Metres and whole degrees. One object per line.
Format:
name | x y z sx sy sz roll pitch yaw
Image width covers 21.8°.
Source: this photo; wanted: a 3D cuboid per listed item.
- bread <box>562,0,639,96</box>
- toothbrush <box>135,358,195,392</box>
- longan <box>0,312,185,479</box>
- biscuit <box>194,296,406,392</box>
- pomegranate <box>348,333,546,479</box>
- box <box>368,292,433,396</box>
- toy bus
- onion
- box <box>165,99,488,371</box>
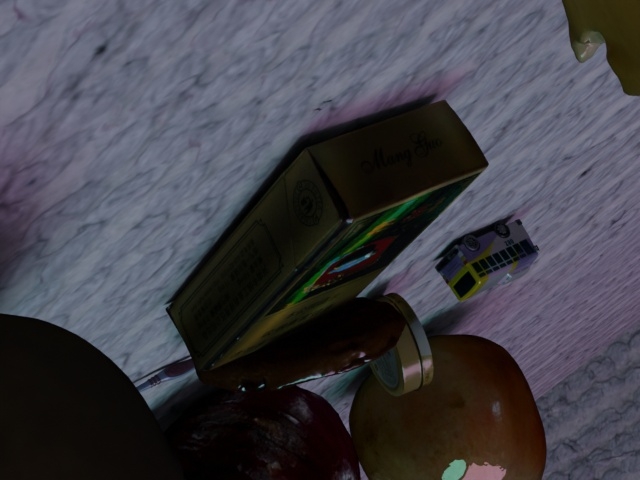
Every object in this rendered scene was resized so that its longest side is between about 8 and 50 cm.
bread | 0.259 -0.165 1.001 0.183 0.211 0.224 -37 162 -13
toothbrush | -0.124 0.113 1.481 0.193 0.013 0.019 -22 153 -35
longan | -0.225 0.193 0.975 0.319 0.319 0.319 -31 165 -9
biscuit | -0.017 0.089 1.414 0.192 0.049 0.192 -12 -167 3
pomegranate | 0.164 0.251 2.040 0.229 0.270 0.252 -25 158 -1
box | 0.075 0.107 1.704 0.037 0.105 0.105 -20 162 -19
toy bus | 0.177 0.020 1.733 0.102 0.058 0.052 -21 162 -38
onion | -0.059 0.230 1.651 0.207 0.216 0.206 82 30 -42
box | 0.000 0.000 1.264 0.159 0.071 0.240 -19 161 -40
